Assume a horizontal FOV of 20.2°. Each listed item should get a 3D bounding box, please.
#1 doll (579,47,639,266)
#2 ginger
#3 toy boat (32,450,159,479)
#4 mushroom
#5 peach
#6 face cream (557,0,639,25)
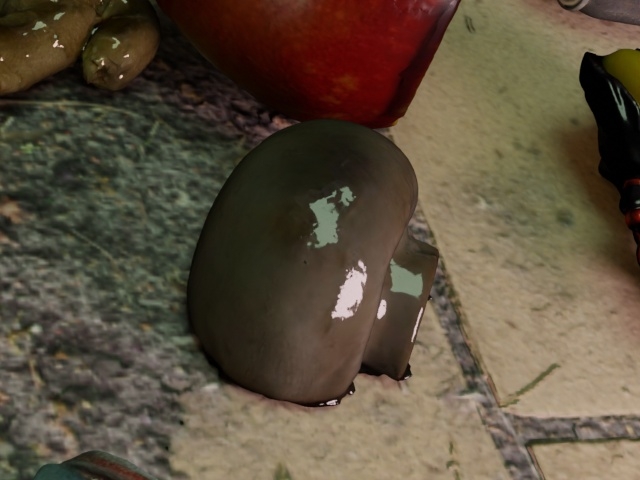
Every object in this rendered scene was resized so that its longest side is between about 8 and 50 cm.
[{"bbox_3d":[0.232,-0.044,1.201,0.088,0.127,0.249,-13,43,8],"label":"doll"},{"bbox_3d":[-0.189,-0.142,1.117,0.214,0.059,0.133,-15,64,-34],"label":"ginger"},{"bbox_3d":[-0.120,0.156,0.867,0.096,0.034,0.122,32,43,15],"label":"toy boat"},{"bbox_3d":[0.000,0.000,1.034,0.141,0.117,0.188,15,46,5],"label":"mushroom"},{"bbox_3d":[0.021,-0.219,1.122,0.245,0.275,0.248,17,34,-33],"label":"peach"},{"bbox_3d":[0.292,-0.195,1.388,0.283,0.073,0.073,6,46,-21],"label":"face cream"}]
